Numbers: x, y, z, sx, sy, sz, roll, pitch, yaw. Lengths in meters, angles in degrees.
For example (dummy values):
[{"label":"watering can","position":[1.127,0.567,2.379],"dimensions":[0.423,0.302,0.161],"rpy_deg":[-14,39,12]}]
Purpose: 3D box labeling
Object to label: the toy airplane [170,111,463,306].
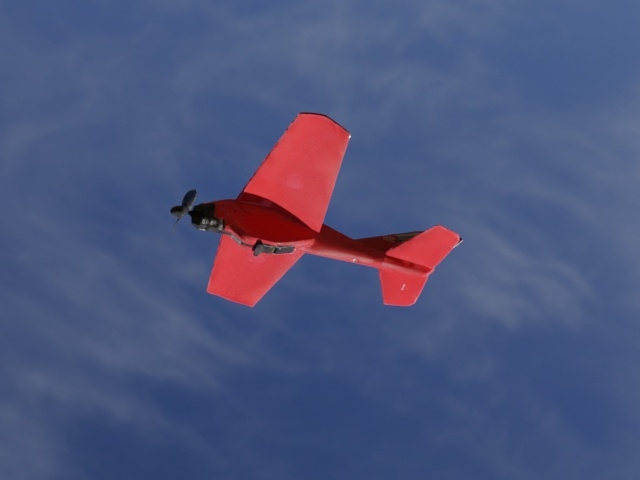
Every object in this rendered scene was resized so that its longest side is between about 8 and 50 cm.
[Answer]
[{"label":"toy airplane","position":[0.000,0.000,0.771],"dimensions":[0.151,0.151,0.028],"rpy_deg":[13,-129,-22]}]
